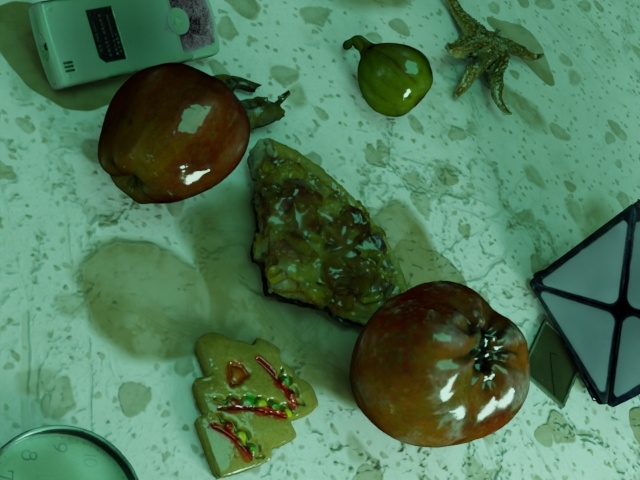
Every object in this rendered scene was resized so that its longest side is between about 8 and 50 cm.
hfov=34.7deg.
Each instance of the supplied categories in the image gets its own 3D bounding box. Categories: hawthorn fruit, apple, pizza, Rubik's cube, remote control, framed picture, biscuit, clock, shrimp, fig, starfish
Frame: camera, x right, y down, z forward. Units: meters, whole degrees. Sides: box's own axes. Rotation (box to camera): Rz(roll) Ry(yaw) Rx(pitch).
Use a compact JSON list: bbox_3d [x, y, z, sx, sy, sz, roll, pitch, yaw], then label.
[{"bbox_3d":[0.182,0.200,1.586,0.284,0.284,0.284,17,53,-24],"label":"hawthorn fruit"},{"bbox_3d":[-0.234,-0.161,1.589,0.234,0.234,0.234,17,53,-24],"label":"apple"},{"bbox_3d":[0.000,0.000,1.717,0.277,0.114,0.409,-24,73,-47],"label":"pizza"},{"bbox_3d":[0.636,0.105,1.934,0.305,0.310,0.307,-13,68,-45],"label":"Rubik's cube"},{"bbox_3d":[-0.321,-0.355,1.738,0.344,0.050,0.145,-21,101,-42],"label":"remote control"},{"bbox_3d":[0.436,0.229,1.920,0.109,0.011,0.149,41,47,-3],"label":"framed picture"},{"bbox_3d":[-0.110,0.246,1.520,0.212,0.041,0.239,32,47,-15],"label":"biscuit"},{"bbox_3d":[-0.331,0.344,1.298,0.226,0.049,0.226,16,53,-23],"label":"clock"},{"bbox_3d":[-0.138,-0.253,1.823,0.187,0.051,0.132,-4,64,-33],"label":"shrimp"},{"bbox_3d":[0.135,-0.338,2.003,0.186,0.142,0.148,57,19,-7],"label":"fig"},{"bbox_3d":[0.345,-0.418,2.240,0.301,0.084,0.293,38,45,-12],"label":"starfish"}]
